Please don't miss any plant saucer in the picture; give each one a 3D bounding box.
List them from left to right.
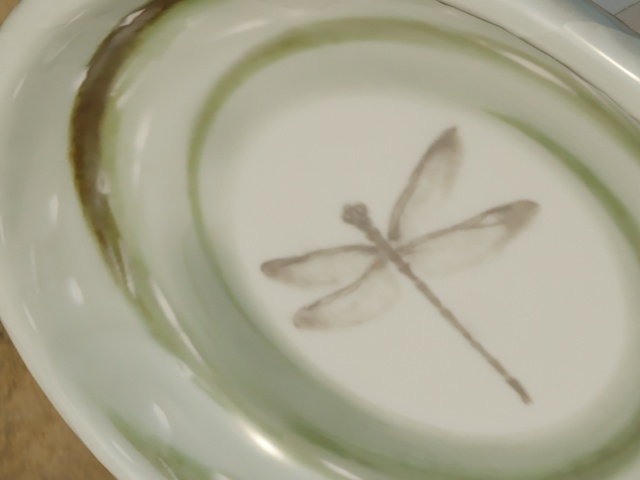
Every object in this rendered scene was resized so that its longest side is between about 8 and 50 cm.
[{"bbox_3d":[0.036,0.025,0.608,0.400,0.400,0.100,30,47,8],"label":"plant saucer"}]

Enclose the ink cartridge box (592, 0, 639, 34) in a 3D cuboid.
[{"bbox_3d":[0.247,-0.185,1.069,0.226,0.306,0.131,1,79,-24],"label":"ink cartridge box"}]
